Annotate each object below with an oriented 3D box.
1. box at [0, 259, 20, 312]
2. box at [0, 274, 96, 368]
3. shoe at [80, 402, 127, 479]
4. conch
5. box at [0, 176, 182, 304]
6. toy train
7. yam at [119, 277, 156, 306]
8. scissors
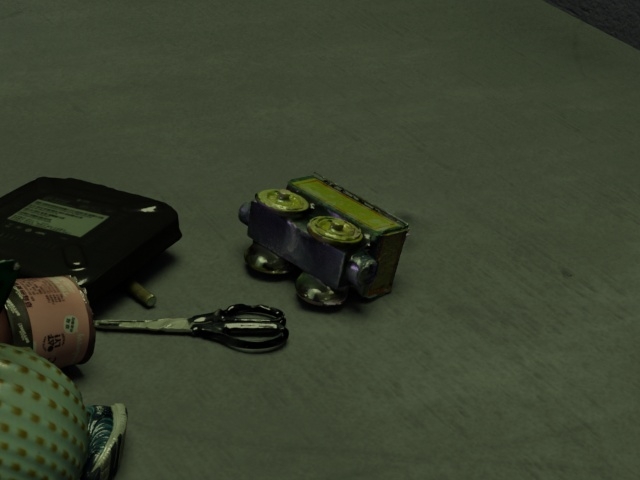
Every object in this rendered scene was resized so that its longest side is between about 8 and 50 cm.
[{"bbox_3d":[-0.532,0.106,1.451,0.337,0.264,0.106,-20,63,-46],"label":"box"},{"bbox_3d":[-0.377,0.113,1.640,0.135,0.151,0.151,-8,32,-42],"label":"box"},{"bbox_3d":[-0.271,0.244,1.511,0.071,0.064,0.143,6,27,-5],"label":"shoe"},{"bbox_3d":[-0.421,0.223,1.372,0.303,0.215,0.319,6,26,19],"label":"conch"},{"bbox_3d":[-0.394,-0.004,1.893,0.290,0.073,0.289,14,30,24],"label":"box"},{"bbox_3d":[0.000,0.000,1.946,0.261,0.134,0.177,30,28,33],"label":"toy train"},{"bbox_3d":[-0.283,0.065,1.866,0.021,0.021,0.116,-19,38,-39],"label":"yam"},{"bbox_3d":[-0.195,0.119,1.793,0.300,0.022,0.109,2,26,-9],"label":"scissors"}]
